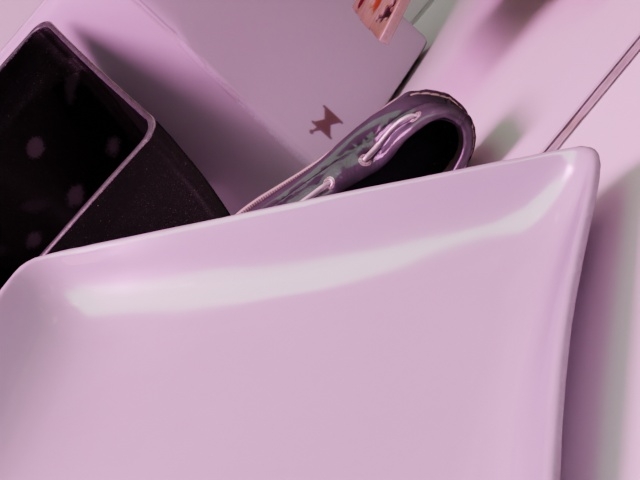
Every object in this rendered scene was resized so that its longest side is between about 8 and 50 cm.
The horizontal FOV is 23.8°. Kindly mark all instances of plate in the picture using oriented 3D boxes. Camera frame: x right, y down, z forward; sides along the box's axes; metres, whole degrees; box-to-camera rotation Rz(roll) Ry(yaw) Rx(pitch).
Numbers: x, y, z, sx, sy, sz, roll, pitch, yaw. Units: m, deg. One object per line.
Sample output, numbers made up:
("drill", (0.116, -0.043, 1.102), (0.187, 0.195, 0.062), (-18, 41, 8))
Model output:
("plate", (-0.036, 0.071, 0.559), (0.277, 0.045, 0.278), (-10, 28, 20))

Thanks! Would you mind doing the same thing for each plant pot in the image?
("plant pot", (-0.156, 0.002, 1.006), (0.188, 0.167, 0.187), (-48, 42, 0))

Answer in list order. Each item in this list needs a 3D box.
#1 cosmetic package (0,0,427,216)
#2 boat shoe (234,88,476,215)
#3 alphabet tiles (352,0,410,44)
("cosmetic package", (-0.149, -0.097, 1.214), (0.453, 0.230, 0.161), (-29, 23, 54))
("boat shoe", (0.000, 0.000, 0.787), (0.206, 0.075, 0.065), (-44, 10, -1))
("alphabet tiles", (0.083, -0.235, 0.917), (0.237, 0.009, 0.198), (-63, 14, 13))
